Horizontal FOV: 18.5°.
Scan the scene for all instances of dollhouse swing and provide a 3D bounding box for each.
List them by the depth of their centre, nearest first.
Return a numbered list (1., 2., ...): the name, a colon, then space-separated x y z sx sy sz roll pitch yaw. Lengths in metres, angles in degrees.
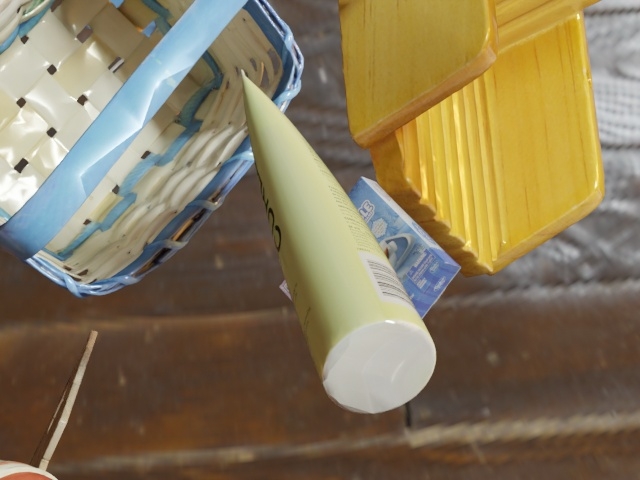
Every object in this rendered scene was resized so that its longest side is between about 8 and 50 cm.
1. dollhouse swing: 0.212 -0.175 1.554 0.305 0.347 0.315 -11 68 17

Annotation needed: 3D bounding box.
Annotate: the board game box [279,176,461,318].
1. board game box: 0.029 0.023 1.208 0.020 0.090 0.090 18 113 -51

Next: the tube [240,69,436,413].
1. tube: 0.000 0.000 1.083 0.062 0.240 0.070 8 122 -22

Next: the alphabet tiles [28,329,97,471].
1. alphabet tiles: -0.250 0.205 1.710 0.009 0.237 0.198 25 108 -7

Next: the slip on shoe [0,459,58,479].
1. slip on shoe: -0.090 0.241 0.825 0.123 0.101 0.331 -37 130 -37

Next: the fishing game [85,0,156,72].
1. fishing game: -0.116 -0.220 1.530 0.189 0.264 0.041 -17 141 13

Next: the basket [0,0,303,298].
1. basket: -0.132 -0.088 1.205 0.201 0.289 0.255 44 74 -17
